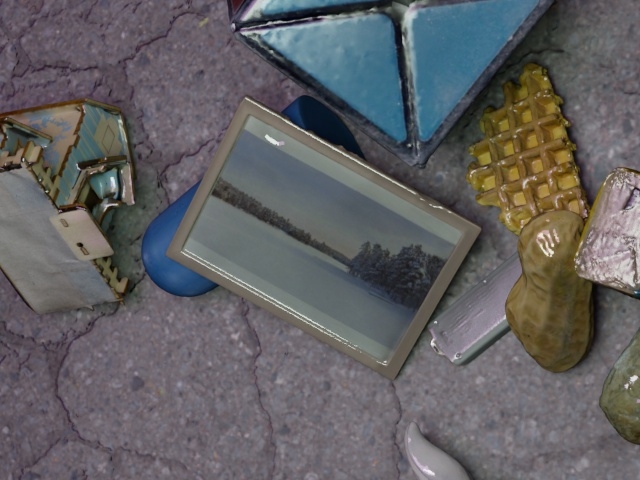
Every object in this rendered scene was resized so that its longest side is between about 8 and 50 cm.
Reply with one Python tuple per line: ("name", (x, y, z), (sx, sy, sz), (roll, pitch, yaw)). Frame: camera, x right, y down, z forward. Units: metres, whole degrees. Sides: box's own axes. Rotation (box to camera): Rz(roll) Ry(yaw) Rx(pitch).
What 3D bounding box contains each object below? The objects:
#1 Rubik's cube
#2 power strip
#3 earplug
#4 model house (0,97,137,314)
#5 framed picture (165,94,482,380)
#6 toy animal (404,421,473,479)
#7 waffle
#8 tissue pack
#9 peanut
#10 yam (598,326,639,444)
("Rubik's cube", (0.074, -0.260, 1.895), (0.260, 0.255, 0.259), (34, 102, -12))
("power strip", (0.220, 0.042, 1.957), (0.252, 0.027, 0.060), (-40, 68, 14))
("earplug", (-0.087, -0.034, 2.055), (0.273, 0.132, 0.132), (-35, 70, 20))
("model house", (-0.301, -0.074, 2.126), (0.178, 0.271, 0.206), (-12, 42, 24))
("framed picture", (0.000, 0.000, 1.972), (0.289, 0.016, 0.213), (29, 115, 1))
("toy animal", (0.160, 0.289, 1.908), (0.221, 0.104, 0.131), (26, 95, 25))
("waffle", (0.236, -0.085, 1.942), (0.192, 0.046, 0.160), (41, 97, 35))
("tissue pack", (0.328, 0.000, 1.839), (0.082, 0.169, 0.120), (21, 92, 28))
("peanut", (0.238, 0.050, 1.882), (0.093, 0.083, 0.194), (9, 125, 25))
("yam", (0.401, 0.066, 1.788), (0.133, 0.133, 0.330), (42, 89, 23))
